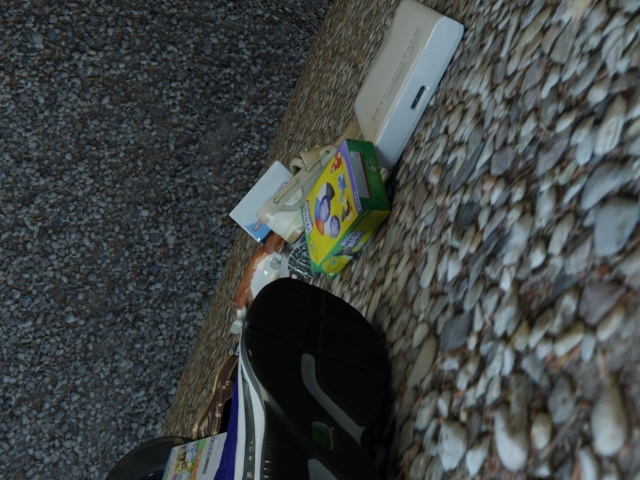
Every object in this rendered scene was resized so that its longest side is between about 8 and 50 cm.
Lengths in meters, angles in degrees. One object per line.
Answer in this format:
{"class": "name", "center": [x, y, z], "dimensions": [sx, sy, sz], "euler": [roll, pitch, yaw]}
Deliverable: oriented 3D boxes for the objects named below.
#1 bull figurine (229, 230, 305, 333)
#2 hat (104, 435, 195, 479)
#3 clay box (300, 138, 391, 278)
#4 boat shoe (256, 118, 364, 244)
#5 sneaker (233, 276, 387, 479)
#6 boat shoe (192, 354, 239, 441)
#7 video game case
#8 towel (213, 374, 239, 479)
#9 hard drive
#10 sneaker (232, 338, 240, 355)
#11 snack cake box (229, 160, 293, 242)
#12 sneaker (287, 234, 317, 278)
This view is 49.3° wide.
{"class": "bull figurine", "center": [-0.114, 0.095, 1.466], "dimensions": [0.188, 0.101, 0.310], "euler": [-91, 25, -59]}
{"class": "hat", "center": [-0.319, 0.560, 1.378], "dimensions": [0.331, 0.331, 0.134], "euler": [-82, -26, -52]}
{"class": "clay box", "center": [0.026, -0.040, 1.081], "dimensions": [0.222, 0.053, 0.127], "euler": [128, 138, -51]}
{"class": "boat shoe", "center": [-0.008, -0.131, 1.295], "dimensions": [0.302, 0.098, 0.109], "euler": [-56, 0, -26]}
{"class": "sneaker", "center": [-0.054, 0.240, 0.710], "dimensions": [0.257, 0.169, 0.447], "euler": [-60, 16, 26]}
{"class": "boat shoe", "center": [-0.192, 0.334, 1.465], "dimensions": [0.073, 0.073, 0.207], "euler": [-6, 49, 34]}
{"class": "video game case", "center": [-0.233, 0.433, 1.341], "dimensions": [0.166, 0.015, 0.119], "euler": [-21, 34, 23]}
{"class": "towel", "center": [-0.077, 0.277, 1.024], "dimensions": [0.308, 0.076, 0.227], "euler": [136, 148, -63]}
{"class": "hard drive", "center": [0.133, -0.278, 1.170], "dimensions": [0.353, 0.047, 0.233], "euler": [-95, 29, -66]}
{"class": "sneaker", "center": [-0.173, 0.235, 1.655], "dimensions": [0.044, 0.040, 0.109], "euler": [68, -134, -82]}
{"class": "snack cake box", "center": [-0.104, -0.076, 1.545], "dimensions": [0.152, 0.089, 0.264], "euler": [-47, -2, 0]}
{"class": "sneaker", "center": [0.000, 0.000, 1.254], "dimensions": [0.162, 0.063, 0.073], "euler": [-54, 4, 21]}
